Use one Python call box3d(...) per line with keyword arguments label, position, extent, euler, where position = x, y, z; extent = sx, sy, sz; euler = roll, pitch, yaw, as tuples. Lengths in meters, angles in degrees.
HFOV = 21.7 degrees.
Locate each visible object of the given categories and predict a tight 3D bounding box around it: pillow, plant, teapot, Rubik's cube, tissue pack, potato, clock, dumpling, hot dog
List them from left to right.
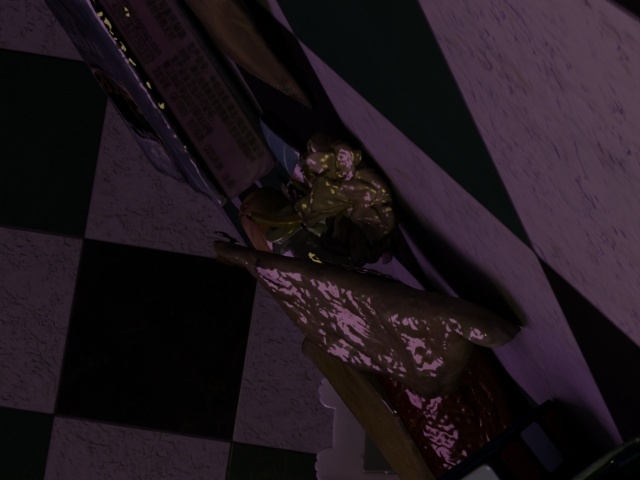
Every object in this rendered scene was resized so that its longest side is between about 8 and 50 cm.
box3d(label="tissue pack", position=(-0.203, -0.223, 1.886), extent=(0.361, 0.122, 0.259), euler=(59, 169, -25))
box3d(label="pillow", position=(-0.078, -0.189, 1.443), extent=(0.130, 0.033, 0.217), euler=(37, 172, 32))
box3d(label="potato", position=(-0.046, -0.011, 2.040), extent=(0.107, 0.080, 0.170), euler=(48, 179, -19))
box3d(label="teapot", position=(0.000, -0.005, 1.717), extent=(0.091, 0.124, 0.092), euler=(42, -149, -25))
box3d(label="plant", position=(0.002, -0.028, 1.430), extent=(0.116, 0.122, 0.104), euler=(58, 165, 33))
box3d(label="dumpling", position=(0.052, 0.071, 1.412), extent=(0.166, 0.086, 0.332), euler=(26, 176, -44))
box3d(label="clock", position=(0.100, 0.247, 2.058), extent=(0.189, 0.189, 0.254), euler=(52, -179, 18))
box3d(label="potato", position=(0.103, 0.168, 1.785), extent=(0.269, 0.112, 0.255), euler=(50, 170, 9))
box3d(label="hot dog", position=(0.112, 0.139, 1.572), extent=(0.227, 0.099, 0.160), euler=(57, 173, -20))
box3d(label="Rubik's cube", position=(0.153, 0.251, 1.344), extent=(0.163, 0.160, 0.162), euler=(54, -154, 8))

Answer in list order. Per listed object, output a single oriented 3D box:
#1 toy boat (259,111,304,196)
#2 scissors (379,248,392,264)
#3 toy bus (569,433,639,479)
box3d(label="toy boat", position=(-0.041, -0.096, 1.751), extent=(0.122, 0.034, 0.096), euler=(53, 168, 25))
box3d(label="scissors", position=(0.049, -0.022, 1.564), extent=(0.100, 0.015, 0.189), euler=(57, 173, -3))
box3d(label="toy bus", position=(0.257, 0.298, 1.112), extent=(0.312, 0.152, 0.190), euler=(51, 173, 17))
